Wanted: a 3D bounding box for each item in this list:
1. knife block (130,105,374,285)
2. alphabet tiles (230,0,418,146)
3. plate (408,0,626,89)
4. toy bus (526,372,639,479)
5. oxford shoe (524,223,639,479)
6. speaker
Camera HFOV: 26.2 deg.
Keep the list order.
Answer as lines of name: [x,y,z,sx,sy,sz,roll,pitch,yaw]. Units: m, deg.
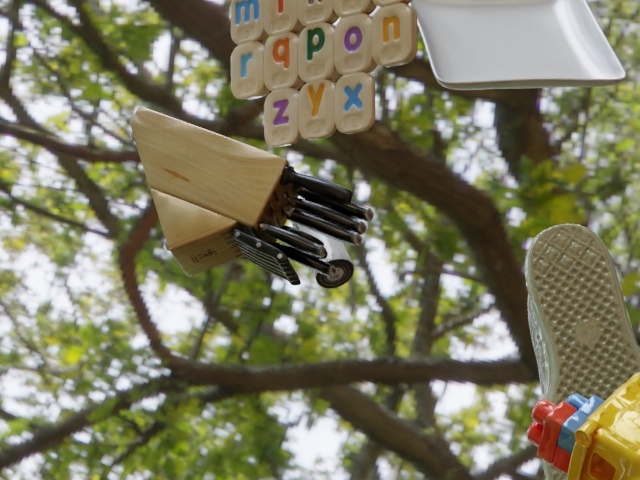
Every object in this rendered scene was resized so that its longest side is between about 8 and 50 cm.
knife block: [-0.079,-0.068,1.663,0.242,0.275,0.088,-21,-26,1]
alphabet tiles: [0.000,-0.257,1.650,0.021,0.284,0.278,7,-101,-48]
plate: [0.272,-0.296,2.005,0.277,0.278,0.045,-2,-49,-10]
toy bus: [0.298,0.242,1.343,0.149,0.211,0.220,-36,-39,-38]
oxford shoe: [0.371,0.200,1.888,0.130,0.169,0.449,65,-163,-73]
speaker: [0.000,0.000,1.867,0.055,0.136,0.055,-12,-45,-12]
